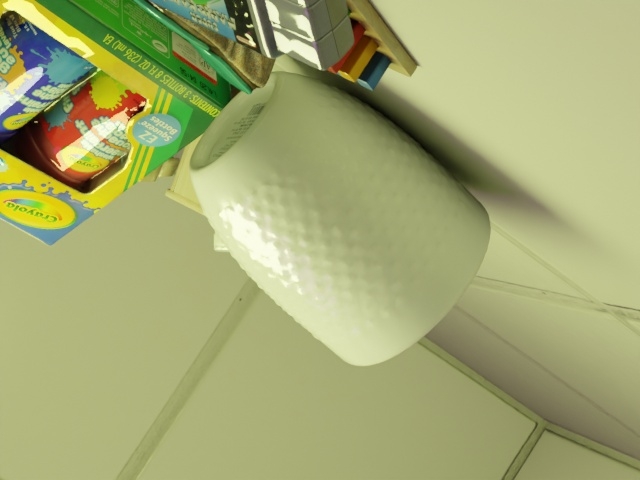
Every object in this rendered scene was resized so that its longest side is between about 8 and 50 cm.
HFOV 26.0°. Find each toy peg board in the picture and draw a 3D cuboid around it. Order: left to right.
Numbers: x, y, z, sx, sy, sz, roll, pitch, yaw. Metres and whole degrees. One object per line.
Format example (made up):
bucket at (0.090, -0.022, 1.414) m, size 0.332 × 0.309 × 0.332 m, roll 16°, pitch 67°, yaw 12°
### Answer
toy peg board at (-0.009, -0.213, 1.433) m, size 0.161 × 0.079 × 0.160 m, roll 30°, pitch 173°, yaw 34°

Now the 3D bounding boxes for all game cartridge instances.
game cartridge at (-0.132, -0.293, 1.204) m, size 0.355 × 0.068 × 0.230 m, roll 29°, pitch 147°, yaw 33°

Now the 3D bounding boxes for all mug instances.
mug at (-0.007, -0.056, 1.800) m, size 0.328 × 0.276 × 0.374 m, roll 41°, pitch 177°, yaw -21°

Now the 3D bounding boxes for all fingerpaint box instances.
fingerpaint box at (-0.402, -0.226, 1.806) m, size 0.444 × 0.371 × 0.163 m, roll 34°, pitch -145°, yaw -38°

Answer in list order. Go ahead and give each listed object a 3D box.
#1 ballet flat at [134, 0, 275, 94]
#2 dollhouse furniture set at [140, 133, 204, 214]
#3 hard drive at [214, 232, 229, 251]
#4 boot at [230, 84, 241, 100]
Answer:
ballet flat at (-0.116, -0.254, 1.500) m, size 0.107 × 0.106 × 0.316 m, roll 37°, pitch -178°, yaw 17°
dollhouse furniture set at (-0.129, -0.160, 2.285) m, size 0.286 × 0.198 × 0.303 m, roll 27°, pitch -166°, yaw 23°
hard drive at (0.000, 0.000, 2.340) m, size 0.307 × 0.040 × 0.203 m, roll 3°, pitch -174°, yaw 18°
boot at (-0.096, -0.204, 2.061) m, size 0.219 × 0.082 × 0.106 m, roll 40°, pitch -173°, yaw -16°
